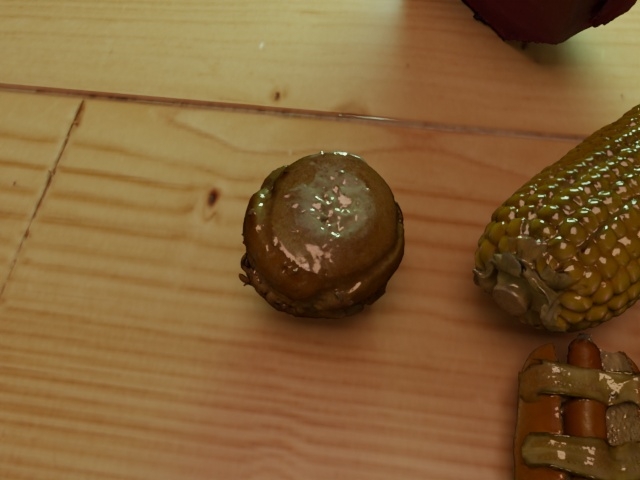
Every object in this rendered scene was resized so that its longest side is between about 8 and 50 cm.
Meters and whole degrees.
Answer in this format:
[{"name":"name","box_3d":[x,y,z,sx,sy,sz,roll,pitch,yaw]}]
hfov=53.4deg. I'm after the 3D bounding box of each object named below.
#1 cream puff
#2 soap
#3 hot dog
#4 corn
[{"name":"cream puff","box_3d":[0.000,0.000,0.582,0.165,0.115,0.150,-29,69,-26]},{"name":"soap","box_3d":[0.234,-0.359,0.741,0.127,0.220,0.325,-34,64,-8]},{"name":"hot dog","box_3d":[0.202,0.195,0.484,0.109,0.072,0.270,7,58,9]},{"name":"corn","box_3d":[0.301,-0.048,0.594,0.387,0.144,0.144,-32,63,-22]}]
